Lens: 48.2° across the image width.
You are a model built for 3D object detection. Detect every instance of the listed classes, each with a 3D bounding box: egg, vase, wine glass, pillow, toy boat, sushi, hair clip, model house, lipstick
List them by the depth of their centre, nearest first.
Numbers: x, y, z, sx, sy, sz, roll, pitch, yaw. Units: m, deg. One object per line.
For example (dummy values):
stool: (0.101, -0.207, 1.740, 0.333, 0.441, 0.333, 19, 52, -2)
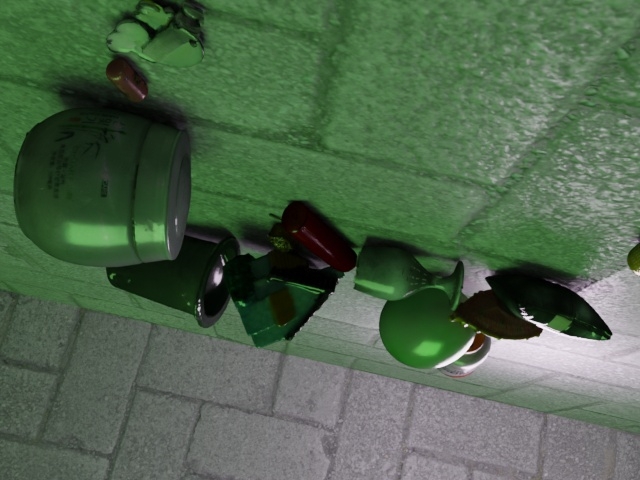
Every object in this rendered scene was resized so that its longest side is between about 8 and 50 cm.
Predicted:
hair clip: (-0.210, -0.268, 0.960, 0.116, 0.049, 0.172, 29, 159, -31)
lipstick: (0.000, -0.001, 1.585, 0.073, 0.073, 0.279, 3, 160, 27)
pillow: (0.505, 0.144, 1.598, 0.249, 0.106, 0.186, 21, -171, -17)
wine glass: (0.197, 0.082, 1.615, 0.241, 0.127, 0.126, 10, 162, 1)
sushi: (-0.086, 0.001, 1.666, 0.061, 0.060, 0.118, 1, 158, 46)
toy boat: (0.444, 0.176, 1.698, 0.317, 0.141, 0.099, 6, 142, -37)
model house: (-0.069, 0.107, 1.748, 0.248, 0.230, 0.280, -23, -175, 5)
egg: (0.268, 0.210, 1.795, 0.220, 0.220, 0.269, 21, 155, -23)
vase: (-0.382, 0.065, 1.841, 0.291, 0.245, 0.245, 18, 164, 13)

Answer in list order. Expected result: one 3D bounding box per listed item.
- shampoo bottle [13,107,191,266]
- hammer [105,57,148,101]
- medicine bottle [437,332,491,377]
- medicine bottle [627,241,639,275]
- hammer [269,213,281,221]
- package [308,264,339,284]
shampoo bottle: (-0.360, -0.089, 1.236, 0.266, 0.273, 0.273, 4, 162, -1)
hammer: (-0.296, -0.246, 1.096, 0.043, 0.043, 0.083, 7, 164, 18)
medicine bottle: (0.409, 0.304, 2.087, 0.157, 0.157, 0.289, 10, 162, 7)
medicine bottle: (0.586, 0.006, 1.207, 0.073, 0.074, 0.218, 11, 163, 6)
hammer: (-0.069, -0.035, 1.617, 0.110, 0.019, 0.035, 24, 159, -24)
package: (-0.057, 0.093, 1.981, 0.173, 0.027, 0.171, 3, 163, 26)
